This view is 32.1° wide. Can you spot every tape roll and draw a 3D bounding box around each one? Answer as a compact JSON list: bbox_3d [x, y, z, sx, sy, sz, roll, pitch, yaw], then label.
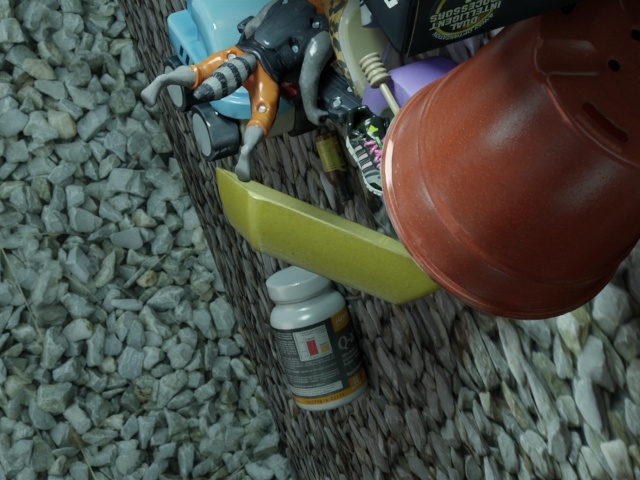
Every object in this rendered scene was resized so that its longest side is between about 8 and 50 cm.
[{"bbox_3d":[0.154,-0.104,1.499,0.275,0.090,0.275,58,161,34],"label":"tape roll"}]

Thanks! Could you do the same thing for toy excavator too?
[{"bbox_3d":[-0.168,-0.435,1.966,0.433,0.222,0.445,56,154,36],"label":"toy excavator"}]

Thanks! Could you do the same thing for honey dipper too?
[{"bbox_3d":[0.096,-0.163,1.403,0.161,0.030,0.030,63,163,15],"label":"honey dipper"}]

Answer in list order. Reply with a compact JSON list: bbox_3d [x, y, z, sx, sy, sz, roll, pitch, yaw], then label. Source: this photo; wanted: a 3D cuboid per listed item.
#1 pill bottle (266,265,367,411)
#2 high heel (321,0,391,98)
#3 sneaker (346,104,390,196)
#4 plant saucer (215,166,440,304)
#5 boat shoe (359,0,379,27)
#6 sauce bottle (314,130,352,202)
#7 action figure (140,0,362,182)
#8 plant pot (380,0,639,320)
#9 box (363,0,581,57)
[{"bbox_3d":[-0.011,0.196,2.285,0.162,0.162,0.279,-152,44,-67],"label":"pill bottle"},{"bbox_3d":[0.029,-0.335,1.603,0.186,0.093,0.261,-165,71,-65],"label":"high heel"},{"bbox_3d":[0.074,-0.121,1.460,0.170,0.063,0.075,-121,12,-48],"label":"sneaker"},{"bbox_3d":[0.000,0.000,1.693,0.081,0.332,0.333,-66,16,4],"label":"plant saucer"},{"bbox_3d":[0.100,-0.332,1.365,0.306,0.113,0.105,-111,9,-84],"label":"boat shoe"},{"bbox_3d":[0.026,-0.131,1.983,0.042,0.042,0.128,14,124,71],"label":"sauce bottle"},{"bbox_3d":[-0.041,-0.240,1.627,0.341,0.330,0.179,33,153,21],"label":"action figure"},{"bbox_3d":[0.225,-0.096,0.999,0.273,0.272,0.265,66,156,13],"label":"plant pot"},{"bbox_3d":[0.116,-0.354,0.892,0.395,0.318,0.097,60,162,27],"label":"box"}]
